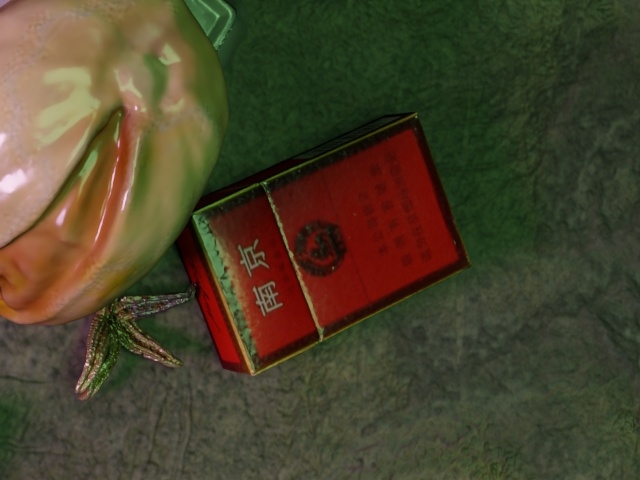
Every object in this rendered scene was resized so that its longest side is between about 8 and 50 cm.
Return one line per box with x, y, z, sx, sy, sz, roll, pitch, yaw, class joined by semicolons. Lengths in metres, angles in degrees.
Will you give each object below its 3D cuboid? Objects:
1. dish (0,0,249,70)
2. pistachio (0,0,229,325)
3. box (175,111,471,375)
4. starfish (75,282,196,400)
-0.159;-0.195;1.538;0.212;0.077;0.151;38;74;-23;dish
-0.203;-0.070;1.419;0.230;0.230;0.309;29;120;-24;pistachio
0.001;0.000;1.626;0.240;0.074;0.153;-25;106;-24;box
-0.168;0.058;1.557;0.133;0.041;0.130;-25;111;-31;starfish
